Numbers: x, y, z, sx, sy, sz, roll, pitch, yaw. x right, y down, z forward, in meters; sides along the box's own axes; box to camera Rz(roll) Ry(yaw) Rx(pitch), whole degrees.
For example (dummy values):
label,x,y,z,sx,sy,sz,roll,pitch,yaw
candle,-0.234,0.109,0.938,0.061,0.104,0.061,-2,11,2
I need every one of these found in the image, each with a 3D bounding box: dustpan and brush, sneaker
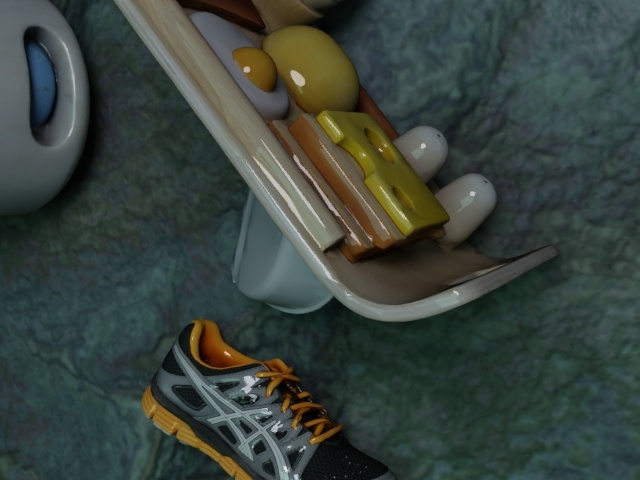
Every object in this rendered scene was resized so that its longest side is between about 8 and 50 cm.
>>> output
label,x,y,z,sx,sy,sz,roll,pitch,yaw
dustpan and brush,0.000,0.000,0.588,0.060,0.211,0.147,9,106,-19
sneaker,-0.037,0.130,0.645,0.215,0.084,0.083,24,100,21

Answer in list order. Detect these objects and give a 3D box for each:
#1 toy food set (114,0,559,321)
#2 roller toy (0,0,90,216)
label,x,y,z,sx,sy,sz,roll,pitch,yaw
toy food set,0.018,-0.097,0.518,0.092,0.220,0.306,-41,78,23
roller toy,-0.284,-0.109,0.696,0.191,0.146,0.209,48,118,22
